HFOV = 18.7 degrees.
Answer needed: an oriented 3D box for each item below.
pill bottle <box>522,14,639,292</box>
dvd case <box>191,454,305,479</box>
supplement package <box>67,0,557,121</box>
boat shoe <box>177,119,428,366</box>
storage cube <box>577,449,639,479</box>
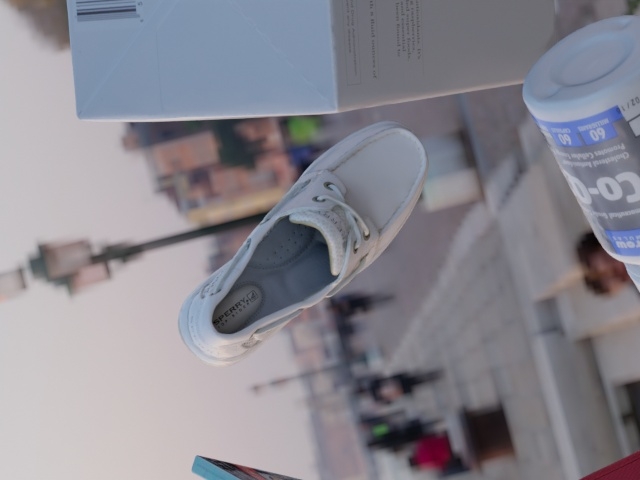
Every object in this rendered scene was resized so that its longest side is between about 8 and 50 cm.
[{"bbox_3d":[0.163,-0.037,0.970,0.137,0.078,0.078,58,-172,-27],"label":"pill bottle"},{"bbox_3d":[-0.006,0.154,1.138,0.087,0.119,0.013,18,91,56],"label":"dvd case"},{"bbox_3d":[0.003,-0.169,1.152,0.293,0.175,0.177,-14,-78,-59],"label":"supplement package"},{"bbox_3d":[0.000,0.000,1.633,0.098,0.277,0.096,45,163,-4],"label":"boat shoe"},{"bbox_3d":[0.307,0.277,1.519,0.193,0.215,0.183,58,167,35],"label":"storage cube"}]
